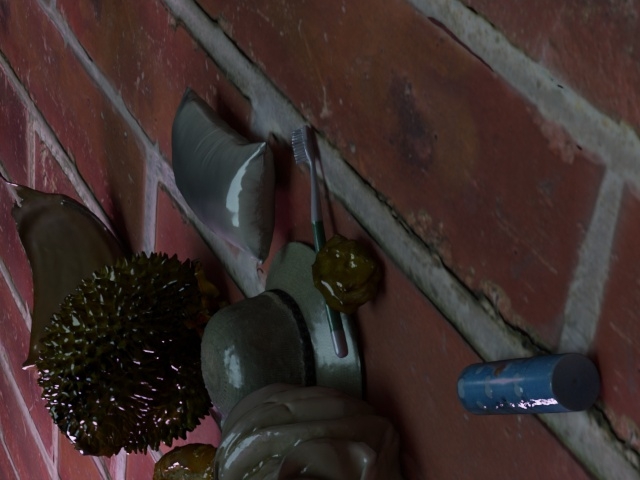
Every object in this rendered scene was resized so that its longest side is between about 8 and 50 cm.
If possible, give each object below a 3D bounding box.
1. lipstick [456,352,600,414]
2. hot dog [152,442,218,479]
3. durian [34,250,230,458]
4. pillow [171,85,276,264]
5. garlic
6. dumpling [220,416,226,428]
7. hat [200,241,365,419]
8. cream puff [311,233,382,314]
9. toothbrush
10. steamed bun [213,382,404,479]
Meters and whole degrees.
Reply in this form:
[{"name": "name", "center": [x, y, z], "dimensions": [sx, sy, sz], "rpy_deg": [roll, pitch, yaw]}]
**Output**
[{"name": "lipstick", "center": [0.169, 0.121, 1.173], "dimensions": [0.158, 0.048, 0.048], "rpy_deg": [162, 99, -66]}, {"name": "hot dog", "center": [-0.152, 0.310, 1.864], "dimensions": [0.269, 0.115, 0.072], "rpy_deg": [-14, 56, 64]}, {"name": "durian", "center": [-0.253, 0.149, 1.882], "dimensions": [0.258, 0.258, 0.293], "rpy_deg": [63, 145, 34]}, {"name": "pillow", "center": [-0.116, -0.083, 1.688], "dimensions": [0.254, 0.078, 0.144], "rpy_deg": [41, 127, 57]}, {"name": "garlic", "center": [-0.390, 0.040, 2.199], "dimensions": [0.151, 0.196, 0.339], "rpy_deg": [-22, 74, 49]}, {"name": "dumpling", "center": [-0.088, 0.238, 1.760], "dimensions": [0.052, 0.076, 0.057], "rpy_deg": [83, -178, -79]}, {"name": "hat", "center": [-0.064, 0.134, 1.586], "dimensions": [0.257, 0.130, 0.257], "rpy_deg": [172, 90, -66]}, {"name": "cream puff", "center": [0.022, 0.034, 1.449], "dimensions": [0.083, 0.058, 0.083], "rpy_deg": [-38, 62, 60]}, {"name": "toothbrush", "center": [0.000, 0.000, 1.511], "dimensions": [0.024, 0.018, 0.257], "rpy_deg": [-16, 76, 22]}, {"name": "steamed bun", "center": [-0.023, 0.257, 1.433], "dimensions": [0.211, 0.144, 0.218], "rpy_deg": [-2, 90, 21]}]
